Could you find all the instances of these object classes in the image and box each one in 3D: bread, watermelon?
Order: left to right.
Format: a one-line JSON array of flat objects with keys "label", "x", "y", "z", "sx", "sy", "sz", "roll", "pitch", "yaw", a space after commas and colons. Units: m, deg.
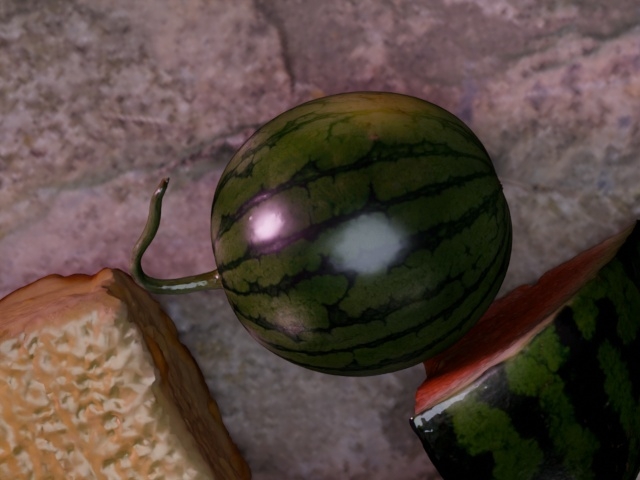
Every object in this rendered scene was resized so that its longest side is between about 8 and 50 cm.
[{"label": "bread", "x": -0.182, "y": 0.139, "z": 1.017, "sx": 0.274, "sy": 0.114, "sz": 0.185, "roll": -26, "pitch": 105, "yaw": 5}, {"label": "watermelon", "x": 0.000, "y": 0.000, "z": 0.978, "sx": 0.187, "sy": 0.141, "sz": 0.141, "roll": -14, "pitch": 102, "yaw": 10}, {"label": "watermelon", "x": 0.112, "y": 0.086, "z": 0.994, "sx": 0.137, "sy": 0.145, "sz": 0.193, "roll": 13, "pitch": 101, "yaw": 1}]
